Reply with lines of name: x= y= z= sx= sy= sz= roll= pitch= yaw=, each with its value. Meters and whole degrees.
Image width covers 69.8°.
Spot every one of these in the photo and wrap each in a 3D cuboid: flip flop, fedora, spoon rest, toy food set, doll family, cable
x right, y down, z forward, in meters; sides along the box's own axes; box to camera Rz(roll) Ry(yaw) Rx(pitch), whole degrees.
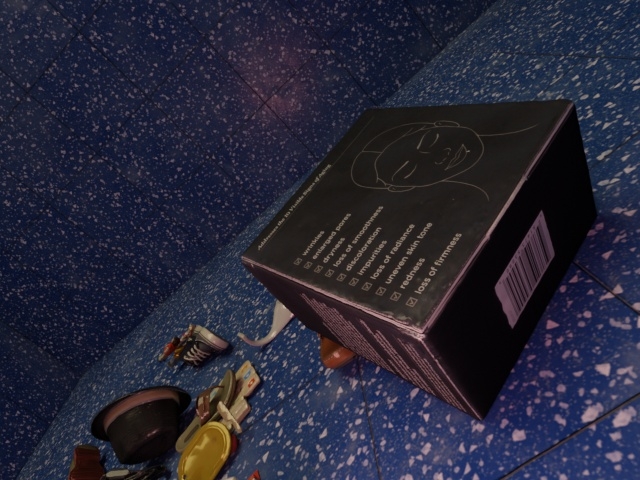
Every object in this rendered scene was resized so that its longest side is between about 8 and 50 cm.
flip flop: x=-0.352 y=0.511 z=1.388 sx=0.277 sy=0.080 sz=0.112 roll=-51 pitch=20 yaw=-11
fedora: x=-0.574 y=0.621 z=1.497 sx=0.334 sy=0.334 sz=0.152 roll=-40 pitch=50 yaw=14
spoon rest: x=-0.149 y=0.266 z=1.573 sx=0.276 sy=0.084 sz=0.137 roll=-38 pitch=16 yaw=-23
toy food set: x=-0.281 y=0.563 z=1.228 sx=0.128 sy=0.071 sz=0.217 roll=26 pitch=75 yaw=37
doll family: x=-0.597 y=0.470 z=2.042 sx=0.163 sy=0.118 sz=0.263 roll=-48 pitch=0 yaw=12
cable: x=-0.550 y=0.709 z=1.378 sx=0.185 sy=0.150 sz=0.047 roll=-9 pitch=60 yaw=0

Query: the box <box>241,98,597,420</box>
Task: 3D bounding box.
box: x=0.185 y=-0.008 z=0.906 sx=0.472 sy=0.297 sz=0.479 roll=18 pitch=63 yaw=48

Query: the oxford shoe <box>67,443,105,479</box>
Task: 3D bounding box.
oxford shoe: x=-0.902 y=0.921 z=1.748 sx=0.348 sy=0.123 sz=0.130 roll=14 pitch=87 yaw=67

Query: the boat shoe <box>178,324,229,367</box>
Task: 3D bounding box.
boat shoe: x=-0.468 y=0.435 z=1.818 sx=0.158 sy=0.127 sz=0.341 roll=-59 pitch=14 yaw=-18

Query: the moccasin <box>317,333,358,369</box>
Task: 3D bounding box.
moccasin: x=0.050 y=0.176 z=1.205 sx=0.139 sy=0.147 sz=0.380 roll=-33 pitch=22 yaw=31

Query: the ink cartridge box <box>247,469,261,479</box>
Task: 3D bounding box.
ink cartridge box: x=-0.159 y=0.562 z=1.021 sx=0.063 sy=0.029 sz=0.115 roll=-48 pitch=19 yaw=-6

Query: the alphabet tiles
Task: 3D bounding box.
alphabet tiles: x=-0.293 y=0.510 z=1.419 sx=0.278 sy=0.021 sz=0.284 roll=-51 pitch=19 yaw=-8

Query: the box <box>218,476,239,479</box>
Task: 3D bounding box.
box: x=-0.115 y=0.548 z=0.644 sx=0.059 sy=0.232 sz=0.322 roll=-30 pitch=23 yaw=35
